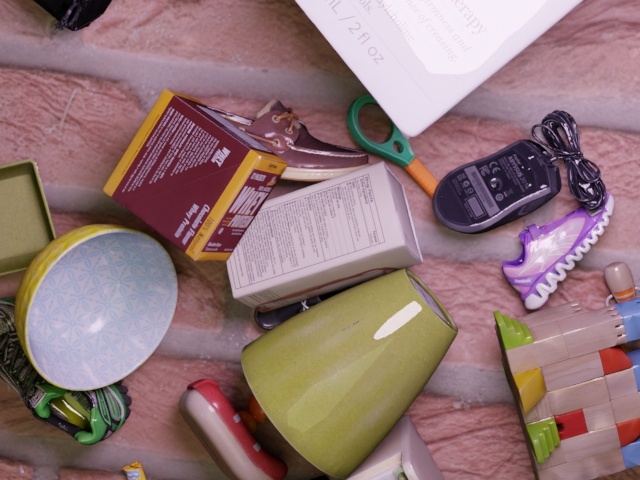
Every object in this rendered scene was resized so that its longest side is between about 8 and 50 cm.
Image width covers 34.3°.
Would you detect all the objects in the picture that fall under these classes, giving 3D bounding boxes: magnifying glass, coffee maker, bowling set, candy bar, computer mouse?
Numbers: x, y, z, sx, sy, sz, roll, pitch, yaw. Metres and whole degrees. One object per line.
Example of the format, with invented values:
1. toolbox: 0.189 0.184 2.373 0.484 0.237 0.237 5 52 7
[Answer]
1. magnifying glass: 0.134 -0.149 1.740 0.231 0.026 0.092 47 58 -14
2. coffee maker: -0.435 -0.434 1.673 0.178 0.171 0.120 36 103 -2
3. bowling set: 0.617 0.090 1.685 0.287 0.200 0.154 -20 100 11
4. candy bar: -0.325 0.481 1.908 0.040 0.018 0.161 -15 100 6
5. computer mouse: 0.320 -0.085 1.722 0.272 0.072 0.188 -22 68 4

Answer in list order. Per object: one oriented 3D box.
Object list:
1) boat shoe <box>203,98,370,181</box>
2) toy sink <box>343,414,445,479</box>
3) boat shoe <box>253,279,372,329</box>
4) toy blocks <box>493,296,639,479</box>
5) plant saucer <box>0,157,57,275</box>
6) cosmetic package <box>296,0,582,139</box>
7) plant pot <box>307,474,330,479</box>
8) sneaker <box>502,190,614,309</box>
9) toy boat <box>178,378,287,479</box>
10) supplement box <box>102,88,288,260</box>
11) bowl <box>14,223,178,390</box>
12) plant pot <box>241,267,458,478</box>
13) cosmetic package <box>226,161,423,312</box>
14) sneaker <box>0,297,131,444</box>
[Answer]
1. boat shoe: -0.082 -0.174 1.724 0.342 0.123 0.123 10 102 9
2. toy sink: 0.128 0.424 1.756 0.131 0.234 0.152 -29 98 8
3. boat shoe: -0.015 0.089 1.786 0.233 0.079 0.084 -25 99 10
4. toy blocks: 0.456 0.246 1.730 0.261 0.190 0.381 -16 112 4
5. plant saucer: -0.557 -0.036 1.818 0.188 0.045 0.188 -13 100 6
6. cosmetic package: 0.177 -0.405 1.536 0.394 0.327 0.329 -39 96 9
7. plant pot: -0.031 0.519 1.820 0.188 0.187 0.166 -21 85 7
8. sneaker: 0.391 0.000 1.736 0.104 0.095 0.236 39 102 4
9. toy boat: -0.131 0.324 1.821 0.151 0.151 0.231 -37 97 -20
10. supplement box: -0.194 -0.099 1.626 0.194 0.129 0.191 35 99 15
11. bowl: -0.404 0.091 1.757 0.156 0.290 0.289 27 105 42
12. plant pot: 0.070 0.189 1.691 0.293 0.275 0.275 -40 95 12
13. cosmetic package: 0.000 0.000 1.701 0.296 0.129 0.153 -17 69 16
14. sneaker: -0.486 0.223 1.809 0.344 0.146 0.134 36 101 -2
